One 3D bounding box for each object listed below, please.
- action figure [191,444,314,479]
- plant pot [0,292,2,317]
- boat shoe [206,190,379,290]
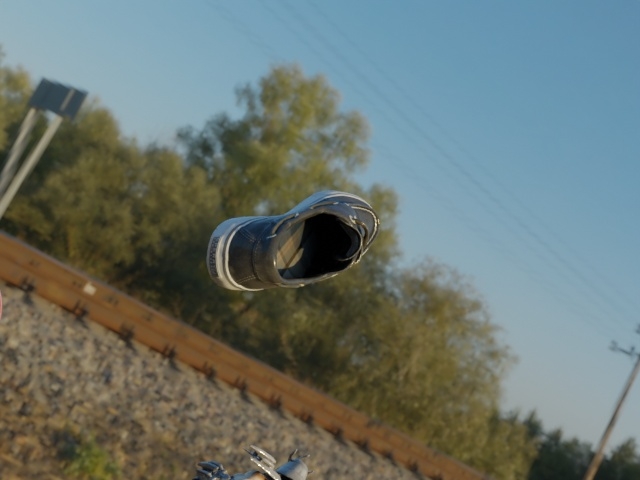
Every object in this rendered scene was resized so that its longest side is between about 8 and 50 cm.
[{"bbox_3d":[-0.116,0.373,1.326,0.185,0.285,0.099,49,-14,-15],"label":"action figure"},{"bbox_3d":[-0.539,0.072,1.330,0.180,0.201,0.201,32,-3,35],"label":"plant pot"},{"bbox_3d":[0.000,0.000,0.897,0.076,0.080,0.228,4,7,33],"label":"boat shoe"}]
